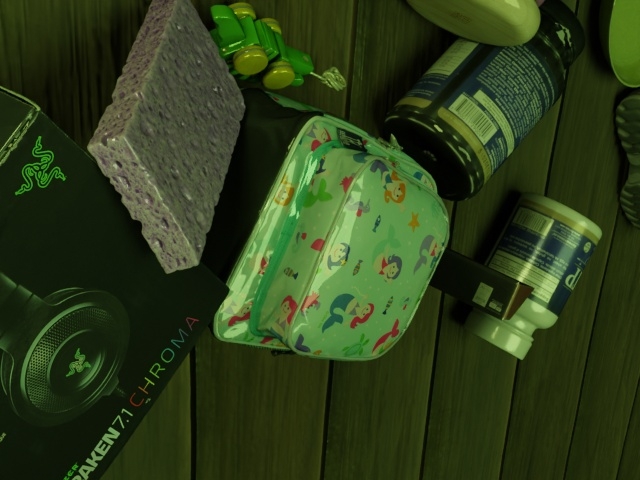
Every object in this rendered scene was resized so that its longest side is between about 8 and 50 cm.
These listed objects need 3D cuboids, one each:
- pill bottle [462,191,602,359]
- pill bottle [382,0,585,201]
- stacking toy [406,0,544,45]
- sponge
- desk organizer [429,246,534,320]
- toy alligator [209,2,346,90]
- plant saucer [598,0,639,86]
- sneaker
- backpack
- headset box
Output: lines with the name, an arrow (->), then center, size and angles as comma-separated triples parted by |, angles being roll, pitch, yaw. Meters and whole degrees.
pill bottle -> 0.255, 0.045, 1.471 | 0.112, 0.112, 0.187 | 30, 89, -54
pill bottle -> 0.174, -0.155, 1.237 | 0.219, 0.122, 0.123 | -47, 141, -20
stacking toy -> 0.198, -0.361, 1.149 | 0.141, 0.141, 0.330 | 31, 80, -54
sponge -> -0.107, -0.088, 0.893 | 0.210, 0.031, 0.117 | -81, 149, -50
desk organizer -> 0.171, 0.046, 1.355 | 0.050, 0.130, 0.047 | 15, 100, -55
toy alligator -> -0.047, -0.153, 1.034 | 0.051, 0.056, 0.189 | -28, 155, 25
plant saucer -> 0.416, -0.313, 1.506 | 0.241, 0.037, 0.241 | -30, 133, -38
sneaker -> 0.487, -0.109, 1.662 | 0.115, 0.105, 0.281 | -43, 139, -25
backpack -> 0.000, 0.000, 1.082 | 0.253, 0.191, 0.225 | 21, 95, -59
headset box -> -0.238, 0.045, 0.855 | 0.246, 0.131, 0.283 | -55, 143, -12
